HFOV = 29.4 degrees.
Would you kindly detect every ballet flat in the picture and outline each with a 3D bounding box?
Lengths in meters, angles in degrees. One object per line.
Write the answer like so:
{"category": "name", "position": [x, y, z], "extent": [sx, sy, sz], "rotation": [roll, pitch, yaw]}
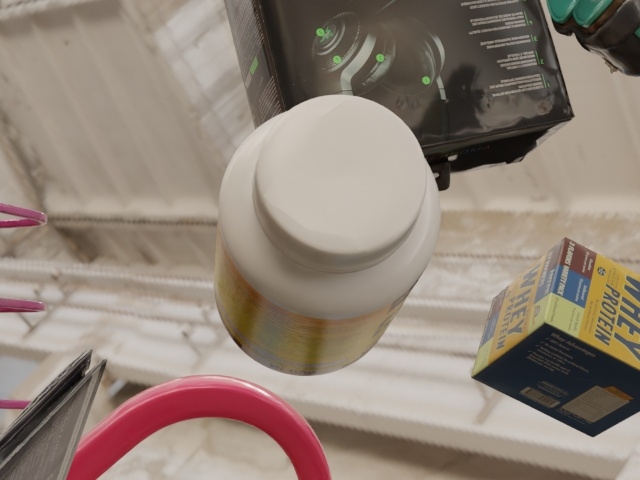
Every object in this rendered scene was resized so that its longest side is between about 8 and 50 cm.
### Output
{"category": "ballet flat", "position": [0.197, -0.152, 0.814], "extent": [0.074, 0.203, 0.074], "rotation": [1, -69, 3]}

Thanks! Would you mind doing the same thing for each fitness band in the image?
{"category": "fitness band", "position": [-0.121, 0.235, 0.940], "extent": [0.209, 0.291, 0.054], "rotation": [49, 0, -7]}

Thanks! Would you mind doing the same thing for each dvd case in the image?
{"category": "dvd case", "position": [-0.184, 0.169, 0.635], "extent": [0.018, 0.221, 0.165], "rotation": [25, -66, 6]}

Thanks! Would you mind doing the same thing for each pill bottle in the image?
{"category": "pill bottle", "position": [0.000, 0.000, 0.683], "extent": [0.117, 0.117, 0.215], "rotation": [40, -17, 7]}

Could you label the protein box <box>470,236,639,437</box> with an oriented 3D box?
{"category": "protein box", "position": [0.341, 0.133, 1.602], "extent": [0.199, 0.136, 0.201], "rotation": [26, -33, -8]}

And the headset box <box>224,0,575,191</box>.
{"category": "headset box", "position": [0.058, -0.178, 1.056], "extent": [0.131, 0.246, 0.283], "rotation": [132, -56, -73]}

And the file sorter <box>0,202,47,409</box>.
{"category": "file sorter", "position": [-0.313, 0.110, 0.845], "extent": [0.202, 0.291, 0.182], "rotation": [-3, -9, 32]}
